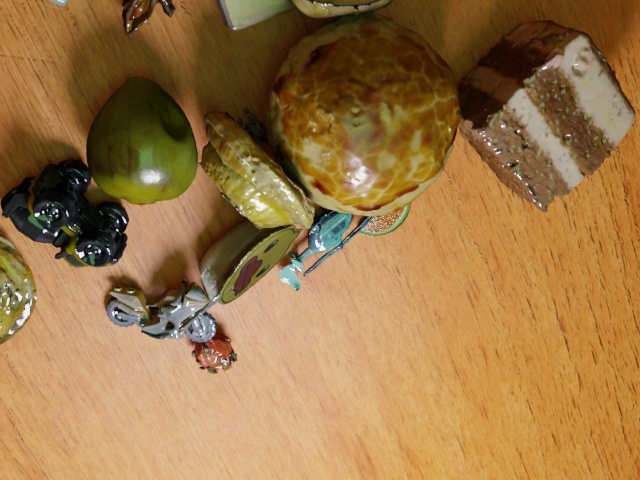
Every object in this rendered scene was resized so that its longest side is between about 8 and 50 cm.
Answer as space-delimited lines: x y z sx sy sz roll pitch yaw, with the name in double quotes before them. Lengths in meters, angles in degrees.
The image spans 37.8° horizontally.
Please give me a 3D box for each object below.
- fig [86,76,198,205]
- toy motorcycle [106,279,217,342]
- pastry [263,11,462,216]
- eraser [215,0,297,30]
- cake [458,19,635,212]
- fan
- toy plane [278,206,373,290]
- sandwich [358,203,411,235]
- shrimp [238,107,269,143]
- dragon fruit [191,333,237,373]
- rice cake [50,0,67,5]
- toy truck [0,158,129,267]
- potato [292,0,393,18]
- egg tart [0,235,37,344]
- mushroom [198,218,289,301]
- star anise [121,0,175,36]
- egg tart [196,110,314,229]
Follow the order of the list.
"fig" -0.331 -0.180 1.726 0.207 0.207 0.230 -6 110 -13
"toy motorcycle" -0.319 0.132 1.895 0.229 0.094 0.129 11 120 3
"pastry" 0.084 -0.229 1.760 0.389 0.312 0.388 -6 113 -14
"eraser" -0.037 -0.516 1.753 0.343 0.078 0.144 -22 114 -6
"cake" 0.438 -0.253 1.873 0.290 0.255 0.282 -40 115 4
"fan" -0.154 0.072 1.848 0.011 0.229 0.335 44 65 11
"toy plane" 0.000 0.000 1.954 0.235 0.060 0.096 -42 113 3
"sandwich" 0.139 -0.052 1.989 0.135 0.029 0.067 -37 108 1
"shrimp" -0.131 -0.221 1.862 0.038 0.029 0.092 -38 108 10
"dragon fruit" -0.219 0.240 1.974 0.086 0.081 0.116 -37 137 15
"rice cake" -0.460 -0.541 1.653 0.127 0.043 0.237 25 101 -21
"toy truck" -0.486 -0.033 1.787 0.165 0.147 0.224 -29 119 23
"potato" 0.039 -0.453 1.695 0.201 0.164 0.081 -7 151 -7
"egg tart" -0.696 0.096 1.780 0.297 0.132 0.297 -2 109 -7
"mushroom" -0.167 0.026 1.901 0.108 0.096 0.247 39 95 -29
"star anise" -0.327 -0.494 1.672 0.220 0.099 0.214 -34 116 -2
"egg tart" -0.131 -0.116 1.759 0.115 0.290 0.290 -42 114 0
